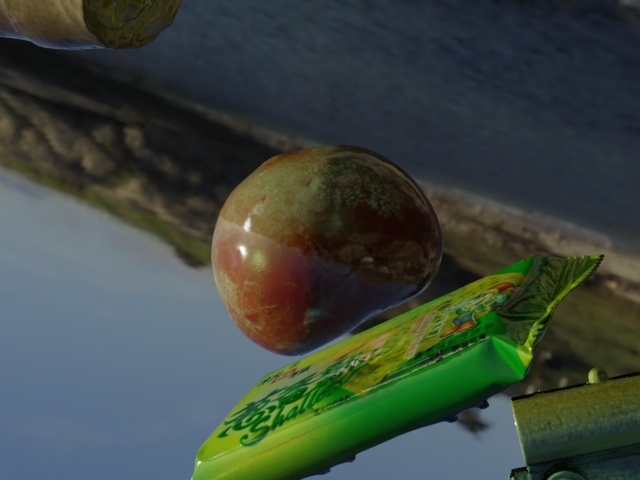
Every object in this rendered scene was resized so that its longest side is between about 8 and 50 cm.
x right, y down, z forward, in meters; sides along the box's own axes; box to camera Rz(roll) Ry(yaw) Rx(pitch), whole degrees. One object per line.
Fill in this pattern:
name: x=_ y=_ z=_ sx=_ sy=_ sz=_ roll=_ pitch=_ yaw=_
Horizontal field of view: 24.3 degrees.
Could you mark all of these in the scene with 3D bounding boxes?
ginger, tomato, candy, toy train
ginger: x=-0.223 y=-0.200 z=1.075 sx=0.263 sy=0.116 sz=0.109 roll=17 pitch=-140 yaw=28
tomato: x=0.000 y=0.000 z=1.723 sx=0.223 sy=0.270 sz=0.270 roll=59 pitch=-178 yaw=1
candy: x=0.028 y=0.055 z=0.604 sx=0.032 sy=0.178 sz=0.102 roll=58 pitch=-154 yaw=-10
toy train: x=0.398 y=0.269 z=1.996 sx=0.307 sy=0.190 sz=0.126 roll=-12 pitch=-167 yaw=8
